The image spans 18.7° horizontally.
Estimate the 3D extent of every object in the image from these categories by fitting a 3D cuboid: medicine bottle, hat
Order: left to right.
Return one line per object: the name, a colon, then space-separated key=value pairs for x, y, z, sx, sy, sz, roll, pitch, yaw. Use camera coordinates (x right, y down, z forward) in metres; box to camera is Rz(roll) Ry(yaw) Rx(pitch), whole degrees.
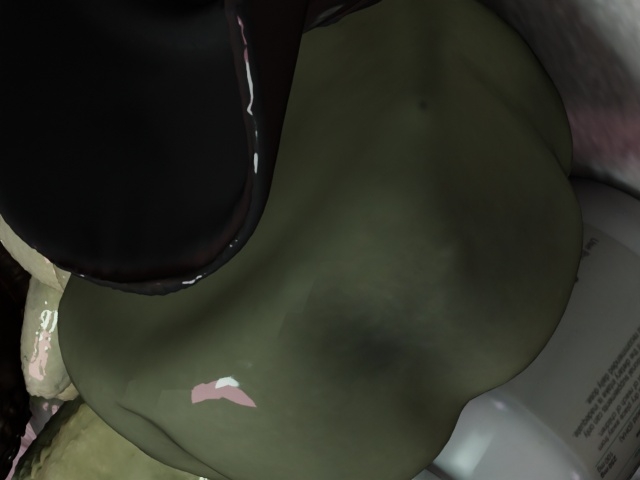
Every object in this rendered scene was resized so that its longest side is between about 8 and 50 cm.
hat: x=0.004 y=-0.139 z=0.667 sx=0.209 sy=0.336 sz=0.238 roll=9 pitch=156 yaw=-34
medicine bottle: x=0.095 y=0.084 z=0.963 sx=0.135 sy=0.215 sz=0.135 roll=33 pitch=157 yaw=16

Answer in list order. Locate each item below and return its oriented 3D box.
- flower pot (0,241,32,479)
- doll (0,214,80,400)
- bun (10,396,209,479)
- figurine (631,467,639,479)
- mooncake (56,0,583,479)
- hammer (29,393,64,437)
flower pot: x=-0.295 y=0.058 z=1.408 sx=0.266 sy=0.267 sz=0.266 roll=26 pitch=143 yaw=21
doll: x=-0.138 y=-0.004 z=1.240 sx=0.278 sy=0.149 sz=0.175 roll=107 pitch=145 yaw=-62
bun: x=-0.107 y=0.151 z=1.374 sx=0.160 sy=0.259 sz=0.259 roll=41 pitch=157 yaw=-7
figurine: x=0.215 y=0.199 z=1.012 sx=0.361 sy=0.211 sz=0.253 roll=-30 pitch=77 yaw=66
mooncake: x=0.000 y=0.000 z=0.907 sx=0.135 sy=0.275 sz=0.275 roll=40 pitch=160 yaw=-30
hammer: x=-0.091 y=0.173 z=1.576 sx=0.335 sy=0.119 sz=0.206 roll=23 pitch=155 yaw=20
